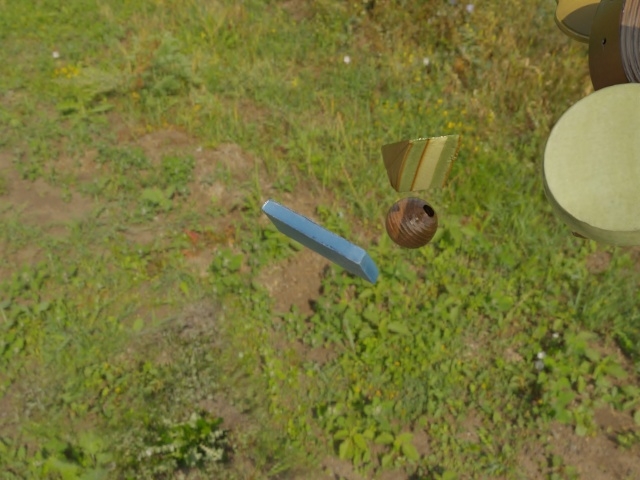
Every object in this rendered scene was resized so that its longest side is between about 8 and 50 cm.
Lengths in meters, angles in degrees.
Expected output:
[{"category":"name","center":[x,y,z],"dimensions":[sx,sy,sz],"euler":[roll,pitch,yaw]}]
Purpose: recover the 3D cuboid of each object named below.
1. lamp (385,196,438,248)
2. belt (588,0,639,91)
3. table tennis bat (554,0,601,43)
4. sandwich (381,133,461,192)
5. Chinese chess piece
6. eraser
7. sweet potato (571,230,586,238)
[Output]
[{"category":"lamp","center":[0.231,-0.045,1.732],"dimensions":[0.136,0.136,0.136],"euler":[0,36,0]},{"category":"belt","center":[0.643,-0.400,1.297],"dimensions":[0.217,0.338,0.122],"euler":[16,-7,-7]},{"category":"table tennis bat","center":[0.593,-0.544,1.546],"dimensions":[0.198,0.050,0.321],"euler":[-43,55,-9]},{"category":"sandwich","center":[0.200,-0.200,1.388],"dimensions":[0.117,0.187,0.144],"euler":[-8,60,-9]},{"category":"Chinese chess piece","center":[0.467,-0.115,1.045],"dimensions":[0.250,0.250,0.101],"euler":[24,-2,28]},{"category":"eraser","center":[0.000,0.000,1.687],"dimensions":[0.312,0.144,0.042],"euler":[29,79,28]},{"category":"sweet potato","center":[0.746,-0.056,1.724],"dimensions":[0.066,0.314,0.072],"euler":[7,78,-18]}]
